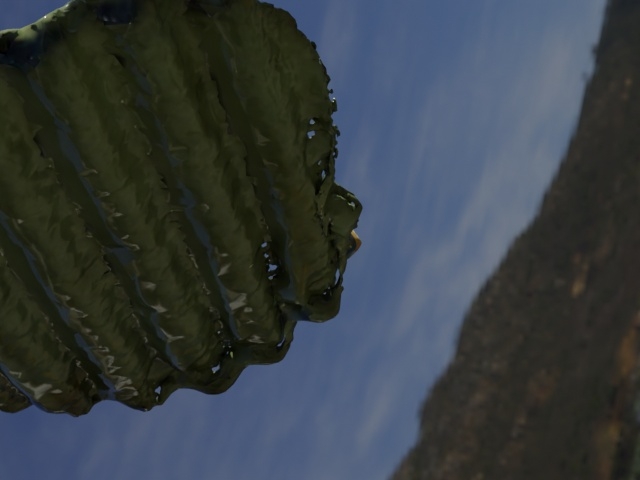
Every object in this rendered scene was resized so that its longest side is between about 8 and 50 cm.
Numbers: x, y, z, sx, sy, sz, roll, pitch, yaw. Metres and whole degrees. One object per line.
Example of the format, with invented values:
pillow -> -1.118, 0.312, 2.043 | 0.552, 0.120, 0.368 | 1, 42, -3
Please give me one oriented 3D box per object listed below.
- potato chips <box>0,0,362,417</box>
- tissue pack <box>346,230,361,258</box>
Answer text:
potato chips -> -0.151, 0.002, 0.984 | 0.429, 0.358, 0.070 | 76, 176, -59
tissue pack -> 0.000, 0.000, 1.489 | 0.042, 0.062, 0.083 | -41, -2, 22
